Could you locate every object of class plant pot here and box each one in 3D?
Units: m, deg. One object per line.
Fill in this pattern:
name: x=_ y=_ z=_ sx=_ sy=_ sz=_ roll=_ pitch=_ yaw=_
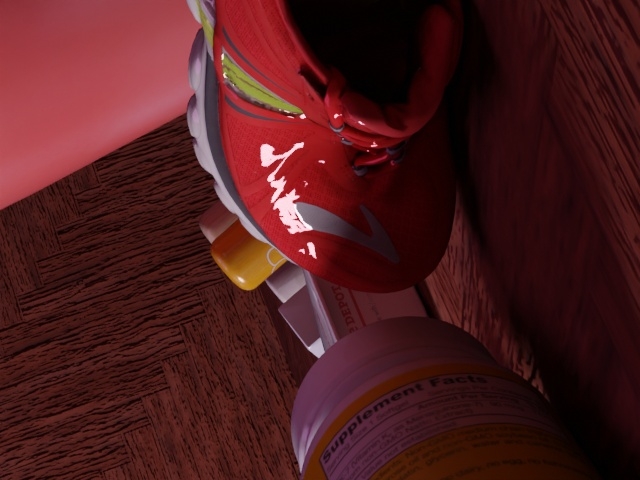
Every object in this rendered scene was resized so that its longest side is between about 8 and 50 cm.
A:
plant pot: x=-0.135 y=-0.167 z=0.926 sx=0.275 sy=0.243 sz=0.275 roll=161 pitch=90 yaw=-85

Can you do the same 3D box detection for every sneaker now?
sneaker: x=0.007 y=-0.063 z=0.644 sx=0.118 sy=0.107 sz=0.279 roll=53 pitch=167 yaw=42

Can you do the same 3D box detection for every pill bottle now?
pill bottle: x=0.058 y=0.119 z=0.662 sx=0.208 sy=0.119 sz=0.119 roll=-119 pitch=10 yaw=-63

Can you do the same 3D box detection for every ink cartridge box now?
ink cartridge box: x=0.041 y=0.080 z=1.016 sx=0.180 sy=0.060 sz=0.104 roll=76 pitch=173 yaw=-49

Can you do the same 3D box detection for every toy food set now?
toy food set: x=0.000 y=0.000 z=1.146 sx=0.111 sy=0.104 sz=0.232 roll=51 pitch=-176 yaw=32
